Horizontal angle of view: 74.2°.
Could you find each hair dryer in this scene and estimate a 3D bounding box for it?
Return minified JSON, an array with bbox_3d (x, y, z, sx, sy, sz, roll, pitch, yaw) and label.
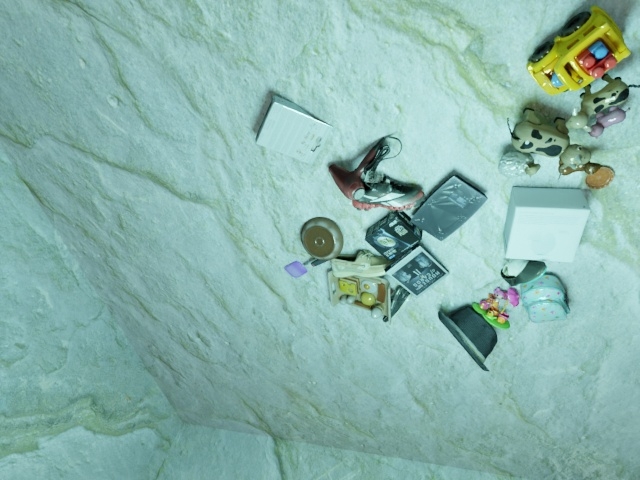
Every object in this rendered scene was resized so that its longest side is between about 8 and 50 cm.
[{"bbox_3d":[0.152,-0.248,1.524,0.293,0.224,0.080,1,157,34],"label":"hair dryer"}]

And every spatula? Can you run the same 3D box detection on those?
[{"bbox_3d":[-0.048,0.111,1.931,0.296,0.030,0.084,-22,119,45],"label":"spatula"}]

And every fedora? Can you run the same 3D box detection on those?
[{"bbox_3d":[0.669,0.406,1.855,0.152,0.334,0.334,-41,112,5],"label":"fedora"}]

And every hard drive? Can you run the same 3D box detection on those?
[{"bbox_3d":[0.473,-0.123,1.578,0.171,0.054,0.255,31,131,-8],"label":"hard drive"}]

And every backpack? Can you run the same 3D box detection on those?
[{"bbox_3d":[0.889,0.232,1.686,0.165,0.144,0.189,-15,120,33],"label":"backpack"}]

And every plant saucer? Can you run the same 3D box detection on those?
[{"bbox_3d":[0.000,0.000,1.797,0.198,0.036,0.199,8,113,20],"label":"plant saucer"},{"bbox_3d":[0.919,-0.207,1.398,0.083,0.013,0.084,9,131,10],"label":"plant saucer"}]

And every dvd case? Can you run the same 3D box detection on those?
[{"bbox_3d":[0.401,0.129,1.751,0.179,0.030,0.238,-41,124,17],"label":"dvd case"}]

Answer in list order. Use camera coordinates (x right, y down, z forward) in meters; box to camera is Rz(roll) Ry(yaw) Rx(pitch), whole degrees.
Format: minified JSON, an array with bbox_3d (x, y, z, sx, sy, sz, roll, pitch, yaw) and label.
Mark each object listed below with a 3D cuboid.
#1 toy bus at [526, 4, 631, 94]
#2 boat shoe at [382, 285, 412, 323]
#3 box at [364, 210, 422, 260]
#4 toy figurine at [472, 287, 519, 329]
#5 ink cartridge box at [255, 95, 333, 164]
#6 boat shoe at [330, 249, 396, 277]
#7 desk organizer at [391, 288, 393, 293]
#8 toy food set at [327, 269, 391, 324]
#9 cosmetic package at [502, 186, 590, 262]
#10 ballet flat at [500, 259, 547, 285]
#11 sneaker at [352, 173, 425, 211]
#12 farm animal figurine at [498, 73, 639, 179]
[{"bbox_3d":[0.685,-0.472,1.124,0.149,0.212,0.220,37,131,-16],"label":"toy bus"},{"bbox_3d":[0.342,0.299,1.959,0.079,0.084,0.233,35,133,10],"label":"boat shoe"},{"bbox_3d":[0.293,-0.024,1.700,0.147,0.078,0.180,41,128,-16],"label":"box"},{"bbox_3d":[0.760,0.261,1.791,0.173,0.130,0.159,33,120,21],"label":"toy figurine"},{"bbox_3d":[-0.099,-0.397,1.547,0.232,0.066,0.189,14,134,-23],"label":"ink cartridge box"},{"bbox_3d":[0.183,0.095,1.816,0.301,0.109,0.098,-5,108,26],"label":"boat shoe"},{"bbox_3d":[0.280,0.262,1.955,0.047,0.050,0.130,40,137,2],"label":"desk organizer"},{"bbox_3d":[0.178,0.257,1.917,0.305,0.092,0.220,13,130,27],"label":"toy food set"},{"bbox_3d":[0.777,-0.057,1.482,0.223,0.138,0.225,4,131,14],"label":"cosmetic package"},{"bbox_3d":[0.747,0.118,1.598,0.096,0.095,0.280,36,170,12],"label":"ballet flat"},{"bbox_3d":[0.246,-0.181,1.571,0.275,0.098,0.135,2,131,17],"label":"sneaker"},{"bbox_3d":[0.721,-0.306,1.252,0.326,0.172,0.331,5,136,14],"label":"farm animal figurine"}]
